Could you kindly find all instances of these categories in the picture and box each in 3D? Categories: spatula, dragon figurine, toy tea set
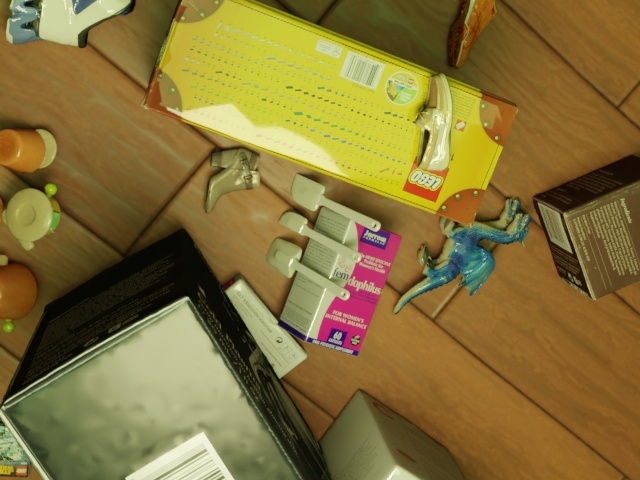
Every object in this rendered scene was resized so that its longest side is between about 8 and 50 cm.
[{"bbox_3d":[0.000,0.000,1.779,0.019,0.242,0.168,19,97,-42],"label":"spatula"},{"bbox_3d":[0.250,0.040,1.885,0.144,0.085,0.289,30,95,-12],"label":"dragon figurine"},{"bbox_3d":[-0.510,-0.021,1.780,0.200,0.124,0.336,36,100,17],"label":"toy tea set"}]

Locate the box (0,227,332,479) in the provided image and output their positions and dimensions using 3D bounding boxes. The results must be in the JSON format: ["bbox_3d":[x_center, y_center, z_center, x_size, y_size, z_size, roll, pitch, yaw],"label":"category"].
[{"bbox_3d":[-0.201,0.288,1.619,0.297,0.472,0.479,-31,104,-2],"label":"box"}]

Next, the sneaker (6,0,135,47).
[{"bbox_3d":[-0.368,-0.441,1.695,0.182,0.127,0.315,14,106,-14],"label":"sneaker"}]

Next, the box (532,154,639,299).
[{"bbox_3d":[0.506,-0.026,1.862,0.203,0.168,0.167,-23,103,-2],"label":"box"}]

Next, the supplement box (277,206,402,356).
[{"bbox_3d":[0.032,0.068,1.823,0.111,0.114,0.220,19,92,-29],"label":"supplement box"}]

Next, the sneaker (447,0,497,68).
[{"bbox_3d":[0.262,-0.371,1.814,0.067,0.064,0.175,14,103,-20],"label":"sneaker"}]

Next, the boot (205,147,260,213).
[{"bbox_3d":[-0.147,-0.099,1.828,0.087,0.042,0.118,7,101,-11],"label":"boot"}]

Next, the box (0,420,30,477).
[{"bbox_3d":[-0.572,0.360,1.875,0.137,0.027,0.093,6,100,-8],"label":"box"}]

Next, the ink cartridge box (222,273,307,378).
[{"bbox_3d":[-0.202,0.224,1.878,0.311,0.065,0.185,-39,104,-1],"label":"ink cartridge box"}]

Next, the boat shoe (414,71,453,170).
[{"bbox_3d":[0.152,-0.160,1.467,0.045,0.050,0.135,-4,103,-12],"label":"boat shoe"}]

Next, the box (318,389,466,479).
[{"bbox_3d":[0.126,0.426,1.816,0.215,0.345,0.168,36,96,-13],"label":"box"}]

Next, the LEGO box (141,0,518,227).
[{"bbox_3d":[-0.002,-0.220,1.651,0.500,0.372,0.193,20,99,-10],"label":"LEGO box"}]
